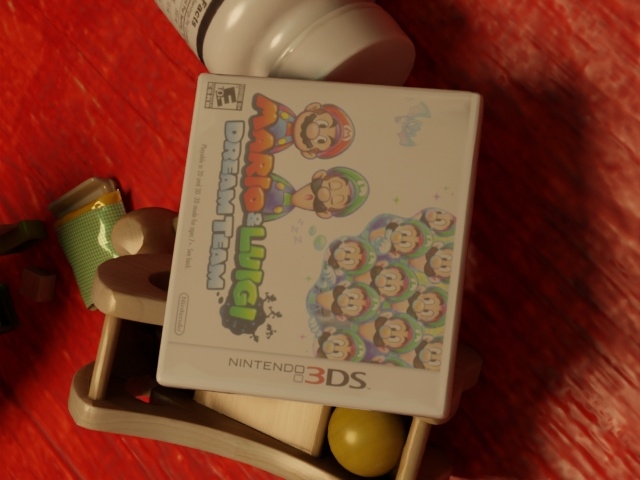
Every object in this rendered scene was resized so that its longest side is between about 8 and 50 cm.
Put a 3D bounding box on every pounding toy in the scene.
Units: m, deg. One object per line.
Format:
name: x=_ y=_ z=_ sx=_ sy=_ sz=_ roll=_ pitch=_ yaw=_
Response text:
pounding toy: x=-0.036 y=0.034 z=0.765 sx=0.269 sy=0.154 sz=0.155 roll=23 pitch=106 yaw=32

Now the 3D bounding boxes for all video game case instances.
video game case: x=0.000 y=0.000 z=0.692 sx=0.143 sy=0.019 sz=0.157 roll=5 pitch=81 yaw=12

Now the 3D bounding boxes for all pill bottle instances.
pill bottle: x=-0.036 y=-0.148 z=0.781 sx=0.108 sy=0.108 sz=0.193 roll=-49 pitch=66 yaw=28

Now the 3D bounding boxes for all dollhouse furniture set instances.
dollhouse furniture set: x=-0.188 y=0.019 z=0.933 sx=0.151 sy=0.058 sz=0.076 roll=-27 pitch=78 yaw=34
